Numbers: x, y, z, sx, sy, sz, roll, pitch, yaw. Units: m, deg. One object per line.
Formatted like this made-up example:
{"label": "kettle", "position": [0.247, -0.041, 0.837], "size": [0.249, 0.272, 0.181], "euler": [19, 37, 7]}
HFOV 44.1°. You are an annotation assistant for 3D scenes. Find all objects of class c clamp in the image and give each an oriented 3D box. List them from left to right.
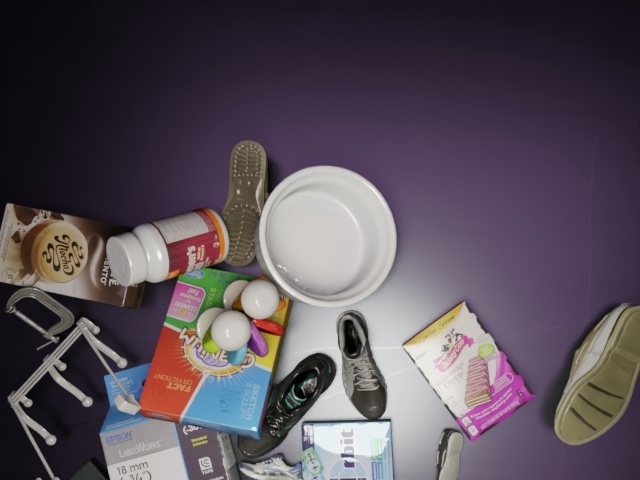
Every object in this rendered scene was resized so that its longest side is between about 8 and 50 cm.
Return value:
{"label": "c clamp", "position": [-0.592, 0.163, 1.644], "size": [0.137, 0.160, 0.022], "euler": [-24, 38, 16]}

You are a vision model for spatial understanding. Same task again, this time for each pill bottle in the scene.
{"label": "pill bottle", "position": [-0.303, 0.014, 1.573], "size": [0.221, 0.121, 0.121], "euler": [-19, 81, -37]}

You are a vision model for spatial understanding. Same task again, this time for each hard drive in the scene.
{"label": "hard drive", "position": [-0.502, 0.540, 1.664], "size": [0.135, 0.022, 0.094], "euler": [-44, 82, 1]}

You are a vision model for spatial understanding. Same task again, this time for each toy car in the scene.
{"label": "toy car", "position": [-0.140, 0.162, 1.511], "size": [0.182, 0.159, 0.136], "euler": [-47, 107, -20]}

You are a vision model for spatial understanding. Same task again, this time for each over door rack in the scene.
{"label": "over door rack", "position": [-0.488, 0.333, 1.582], "size": [0.239, 0.108, 0.324], "euler": [-48, 41, 0]}

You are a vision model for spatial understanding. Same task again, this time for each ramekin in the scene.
{"label": "ramekin", "position": [0.000, 0.000, 1.570], "size": [0.277, 0.135, 0.277], "euler": [3, 80, -16]}

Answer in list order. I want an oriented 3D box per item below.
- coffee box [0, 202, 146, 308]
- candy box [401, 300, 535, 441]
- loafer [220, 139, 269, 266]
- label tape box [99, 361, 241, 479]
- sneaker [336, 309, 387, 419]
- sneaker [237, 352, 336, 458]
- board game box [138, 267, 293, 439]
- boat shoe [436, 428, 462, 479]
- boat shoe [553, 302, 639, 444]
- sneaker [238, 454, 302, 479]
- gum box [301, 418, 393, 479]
{"label": "coffee box", "position": [-0.517, 0.034, 1.665], "size": [0.297, 0.119, 0.168], "euler": [10, 85, 7]}
{"label": "candy box", "position": [0.294, 0.260, 1.586], "size": [0.159, 0.071, 0.233], "euler": [-37, 82, 2]}
{"label": "loafer", "position": [-0.149, -0.077, 1.657], "size": [0.102, 0.092, 0.268], "euler": [13, 102, 10]}
{"label": "label tape box", "position": [-0.314, 0.412, 1.616], "size": [0.241, 0.106, 0.333], "euler": [-17, 83, 3]}
{"label": "sneaker", "position": [0.073, 0.252, 1.578], "size": [0.086, 0.132, 0.228], "euler": [-17, 83, 4]}
{"label": "sneaker", "position": [-0.079, 0.335, 1.601], "size": [0.101, 0.106, 0.267], "euler": [40, 91, 7]}
{"label": "board game box", "position": [-0.202, 0.217, 1.585], "size": [0.242, 0.064, 0.316], "euler": [9, 62, 6]}
{"label": "boat shoe", "position": [0.252, 0.443, 1.590], "size": [0.046, 0.038, 0.125], "euler": [9, 91, -35]}
{"label": "boat shoe", "position": [0.549, 0.261, 1.544], "size": [0.113, 0.103, 0.302], "euler": [35, 88, -5]}
{"label": "sneaker", "position": [-0.100, 0.467, 1.623], "size": [0.135, 0.052, 0.058], "euler": [12, 76, -1]}
{"label": "gum box", "position": [0.056, 0.447, 1.607], "size": [0.184, 0.041, 0.157], "euler": [-2, 85, 6]}
